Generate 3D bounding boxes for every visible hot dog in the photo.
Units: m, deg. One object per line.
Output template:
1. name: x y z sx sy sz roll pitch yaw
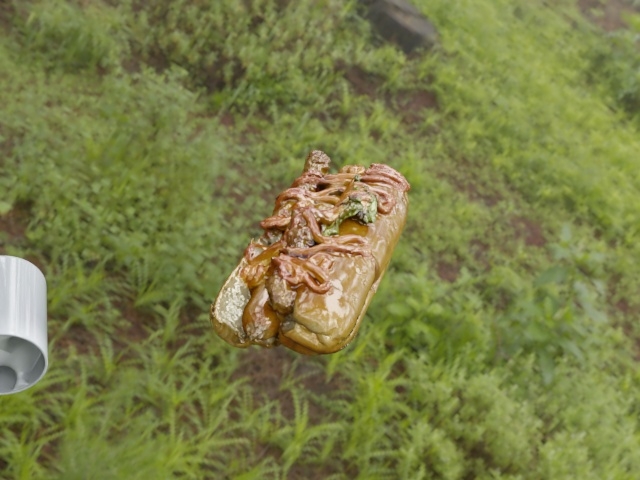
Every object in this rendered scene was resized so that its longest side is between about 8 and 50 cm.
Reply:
1. hot dog: 0.000 0.000 1.089 0.158 0.117 0.349 1 30 22

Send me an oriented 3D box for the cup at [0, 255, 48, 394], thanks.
1. cup: -0.374 0.100 1.098 0.133 0.136 0.099 -108 177 -46
